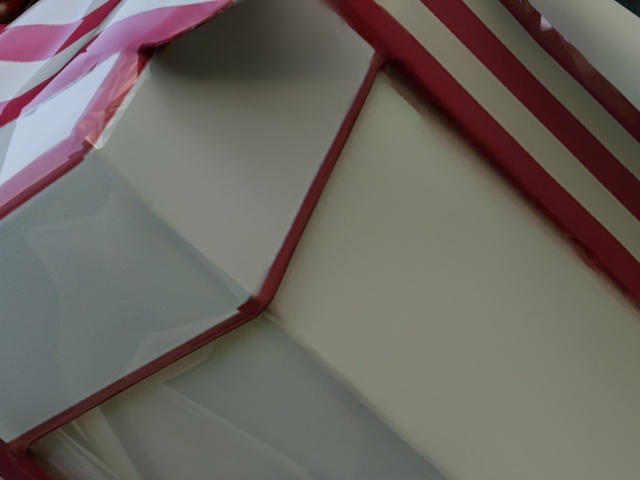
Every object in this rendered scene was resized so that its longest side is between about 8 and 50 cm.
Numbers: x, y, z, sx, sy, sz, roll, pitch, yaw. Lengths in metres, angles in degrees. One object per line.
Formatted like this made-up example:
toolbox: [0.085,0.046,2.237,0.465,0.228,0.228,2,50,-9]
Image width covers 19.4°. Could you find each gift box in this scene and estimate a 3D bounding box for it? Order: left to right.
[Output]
gift box: [0.000,0.000,0.491,0.276,0.258,0.255,-35,22,36]

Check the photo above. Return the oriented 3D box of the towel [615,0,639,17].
towel: [0.241,-0.086,0.335,0.370,0.271,0.040,-32,36,47]
